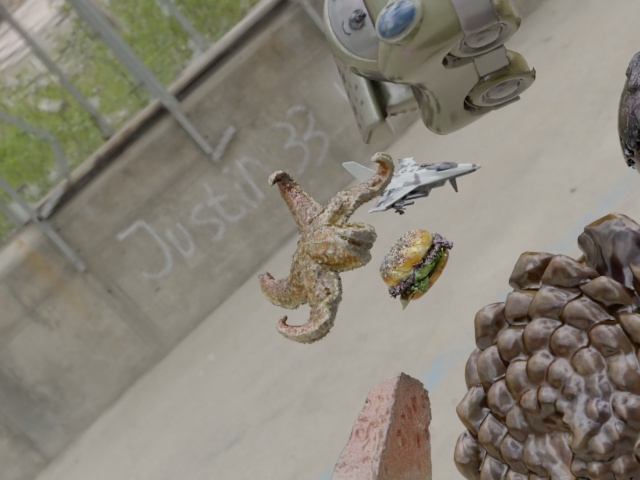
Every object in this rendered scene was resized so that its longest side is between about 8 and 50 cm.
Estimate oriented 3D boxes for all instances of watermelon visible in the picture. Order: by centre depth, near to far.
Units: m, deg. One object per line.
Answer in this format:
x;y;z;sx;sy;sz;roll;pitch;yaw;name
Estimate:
0.129;0.371;1.888;0.140;0.193;0.256;9;87;33;watermelon

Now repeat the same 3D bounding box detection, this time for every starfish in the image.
-0.002;-0.004;1.472;0.312;0.113;0.303;-56;31;20;starfish

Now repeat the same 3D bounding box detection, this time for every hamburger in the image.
0.184;0.046;1.990;0.164;0.093;0.189;-53;11;6;hamburger

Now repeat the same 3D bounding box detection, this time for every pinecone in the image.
0.336;0.147;0.924;0.384;0.384;0.384;-37;17;13;pinecone

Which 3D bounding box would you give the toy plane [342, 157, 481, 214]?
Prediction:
0.149;-0.090;1.607;0.234;0.082;0.160;3;36;25;toy plane

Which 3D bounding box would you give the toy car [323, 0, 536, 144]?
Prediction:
0.087;-0.258;1.100;0.226;0.242;0.336;-21;-16;13;toy car

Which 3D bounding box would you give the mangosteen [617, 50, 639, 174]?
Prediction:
0.712;-0.220;1.698;0.381;0.421;0.381;-29;56;54;mangosteen
